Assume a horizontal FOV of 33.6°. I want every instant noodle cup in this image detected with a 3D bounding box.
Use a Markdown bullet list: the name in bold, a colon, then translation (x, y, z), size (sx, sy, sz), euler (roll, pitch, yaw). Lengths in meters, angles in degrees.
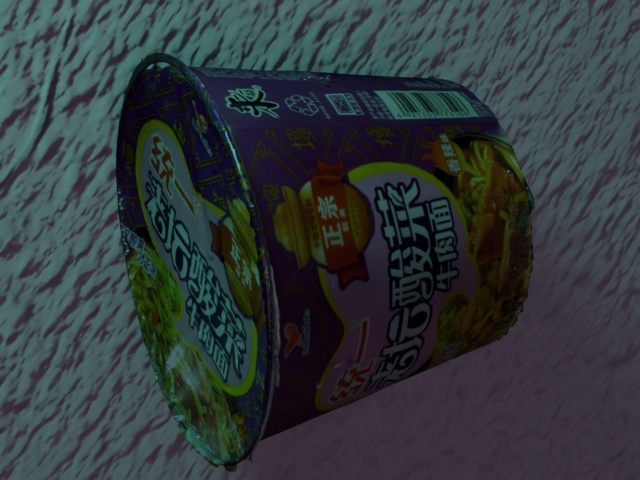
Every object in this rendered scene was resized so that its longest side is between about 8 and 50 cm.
- **instant noodle cup**: translation (0.000, 0.000, 0.906), size (0.266, 0.340, 0.339), euler (-10, 109, -27)
